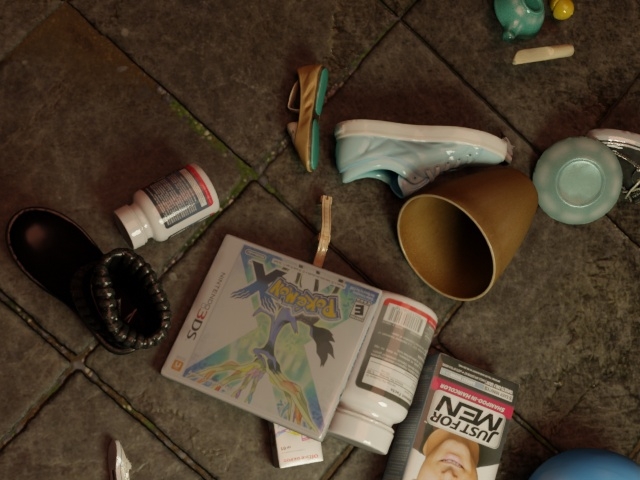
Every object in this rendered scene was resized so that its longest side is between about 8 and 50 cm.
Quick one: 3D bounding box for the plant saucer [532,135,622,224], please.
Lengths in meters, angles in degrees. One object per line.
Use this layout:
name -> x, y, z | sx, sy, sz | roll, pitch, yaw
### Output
plant saucer -> 0.562, -0.128, 1.917 | 0.195, 0.037, 0.195 | 1, 100, 4

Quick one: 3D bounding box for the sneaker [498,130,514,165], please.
sneaker -> 0.382, -0.214, 1.931 | 0.098, 0.038, 0.069 | 29, 70, -19

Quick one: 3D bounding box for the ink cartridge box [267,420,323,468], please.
ink cartridge box -> -0.049, 0.365, 1.673 | 0.088, 0.052, 0.122 | -6, 82, -18

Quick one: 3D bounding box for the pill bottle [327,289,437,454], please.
pill bottle -> 0.108, 0.251, 1.686 | 0.161, 0.161, 0.283 | 25, 73, -11

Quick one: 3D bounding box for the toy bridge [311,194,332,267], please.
toy bridge -> 0.000, 0.000, 1.757 | 0.026, 0.063, 0.188 | 13, 75, -14

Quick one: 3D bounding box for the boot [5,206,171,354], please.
boot -> -0.400, 0.054, 1.520 | 0.348, 0.260, 0.131 | 44, 70, -5

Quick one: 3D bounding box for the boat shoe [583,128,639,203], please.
boat shoe -> 0.727, -0.139, 1.972 | 0.335, 0.121, 0.119 | 24, 69, -13

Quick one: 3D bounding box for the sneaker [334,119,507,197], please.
sneaker -> 0.205, -0.155, 1.823 | 0.365, 0.135, 0.150 | 3, 82, -6

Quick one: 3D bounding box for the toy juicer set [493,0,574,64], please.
toy juicer set -> 0.481, -0.510, 2.000 | 0.209, 0.089, 0.329 | 8, 68, -28

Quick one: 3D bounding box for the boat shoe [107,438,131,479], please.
boat shoe -> -0.358, 0.407, 1.585 | 0.035, 0.035, 0.100 | 3, 72, -44

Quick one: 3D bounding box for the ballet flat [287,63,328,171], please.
ballet flat -> -0.032, -0.250, 1.805 | 0.073, 0.080, 0.232 | 4, 74, 13

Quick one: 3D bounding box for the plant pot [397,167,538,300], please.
plant pot -> 0.327, -0.043, 1.794 | 0.254, 0.237, 0.237 | -35, 90, -33

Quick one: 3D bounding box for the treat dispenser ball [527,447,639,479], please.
treat dispenser ball -> 0.522, 0.543, 1.682 | 0.288, 0.288, 0.288 | 3, 78, -16

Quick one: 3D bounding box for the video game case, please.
video game case -> -0.090, 0.173, 1.640 | 0.329, 0.036, 0.300 | 20, 73, 14

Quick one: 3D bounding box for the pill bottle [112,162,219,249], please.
pill bottle -> -0.292, -0.061, 1.658 | 0.180, 0.108, 0.108 | -30, 89, -20

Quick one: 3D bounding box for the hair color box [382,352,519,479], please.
hair color box -> 0.239, 0.428, 1.715 | 0.185, 0.113, 0.374 | 23, 74, -11
